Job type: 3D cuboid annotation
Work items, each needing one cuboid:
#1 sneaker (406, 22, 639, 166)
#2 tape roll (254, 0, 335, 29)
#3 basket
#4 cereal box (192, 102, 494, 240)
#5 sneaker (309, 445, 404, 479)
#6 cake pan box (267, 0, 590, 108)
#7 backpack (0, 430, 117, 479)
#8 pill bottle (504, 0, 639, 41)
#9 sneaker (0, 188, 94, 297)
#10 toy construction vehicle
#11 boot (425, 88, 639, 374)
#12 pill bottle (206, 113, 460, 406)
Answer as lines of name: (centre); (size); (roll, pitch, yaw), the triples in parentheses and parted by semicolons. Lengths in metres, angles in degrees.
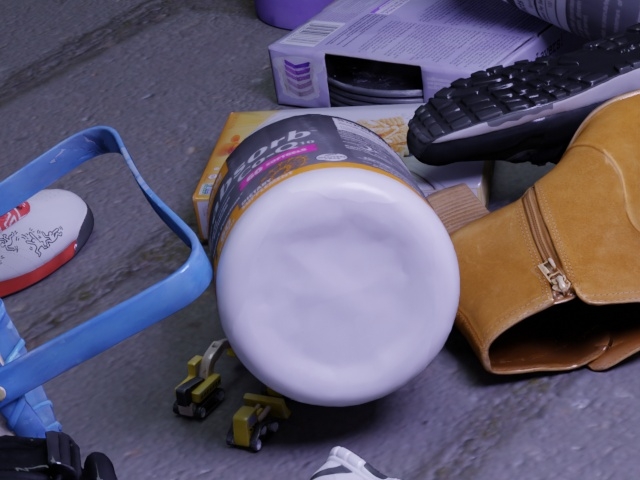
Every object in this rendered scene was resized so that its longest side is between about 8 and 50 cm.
sneaker: (0.213, -0.084, 1.481); (0.283, 0.124, 0.107); (-17, 24, -7)
tape roll: (0.018, -0.295, 1.994); (0.189, 0.080, 0.189); (-7, 27, 4)
basket: (-0.230, 0.042, 1.264); (0.289, 0.201, 0.255); (-29, 30, -9)
cereal box: (0.026, -0.062, 1.572); (0.240, 0.047, 0.173); (-3, 28, 10)
sneaker: (0.032, 0.166, 1.149); (0.044, 0.040, 0.109); (-42, 36, -22)
cake pan box: (0.118, -0.191, 1.779); (0.246, 0.070, 0.267); (9, 31, 33)
backpack: (-0.270, 0.213, 0.952); (0.263, 0.213, 0.276); (15, 28, 24)
pill bottle: (0.268, -0.278, 1.642); (0.363, 0.210, 0.210); (29, 41, 22)
sneaker: (-0.300, -0.022, 1.482); (0.270, 0.145, 0.090); (-29, 33, -35)
toy construction vehicle: (-0.055, 0.101, 1.294); (0.086, 0.035, 0.098); (9, 32, 30)
boot: (0.220, -0.003, 1.354); (0.295, 0.104, 0.211); (-22, 34, -7)
pill bottle: (0.000, 0.000, 1.314); (0.162, 0.162, 0.278); (-10, 16, -4)
